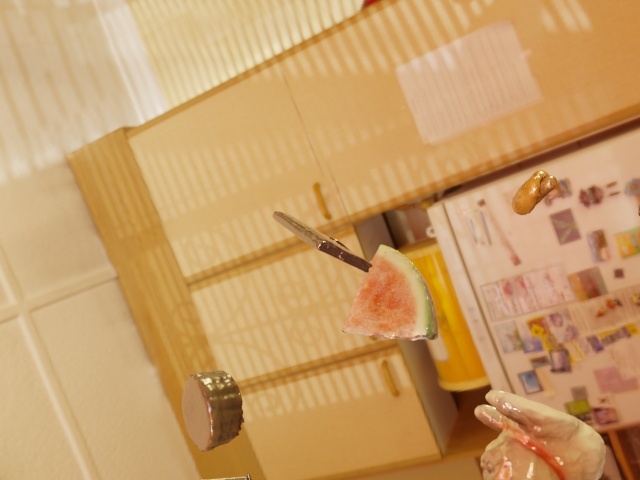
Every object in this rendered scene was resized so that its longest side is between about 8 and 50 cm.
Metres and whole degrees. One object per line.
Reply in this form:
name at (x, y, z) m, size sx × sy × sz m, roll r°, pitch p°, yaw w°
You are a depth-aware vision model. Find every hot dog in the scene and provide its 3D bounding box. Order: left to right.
hot dog at (0.469, -0.107, 1.393) m, size 0.060 × 0.140 × 0.090 m, roll 36°, pitch -127°, yaw 13°

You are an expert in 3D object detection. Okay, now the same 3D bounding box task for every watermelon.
watermelon at (0.186, 0.162, 1.625) m, size 0.193 × 0.231 × 0.310 m, roll 7°, pitch -142°, yaw -49°

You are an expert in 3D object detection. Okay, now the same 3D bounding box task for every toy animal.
toy animal at (0.403, 0.416, 1.177) m, size 0.307 × 0.266 × 0.188 m, roll 95°, pitch -177°, yaw -63°

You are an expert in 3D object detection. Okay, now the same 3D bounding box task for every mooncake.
mooncake at (-0.314, 0.493, 1.859) m, size 0.124 × 0.228 × 0.228 m, roll -5°, pitch -106°, yaw -35°

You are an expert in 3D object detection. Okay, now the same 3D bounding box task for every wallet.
wallet at (0.000, 0.000, 1.545) m, size 0.165 × 0.042 × 0.309 m, roll 26°, pitch -178°, yaw -27°

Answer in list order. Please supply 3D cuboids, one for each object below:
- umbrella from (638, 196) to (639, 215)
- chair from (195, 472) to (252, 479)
umbrella at (0.603, -0.013, 0.837) m, size 0.118 × 0.340 × 0.118 m, roll 15°, pitch -90°, yaw -69°
chair at (-0.160, 0.594, 1.299) m, size 0.272 × 0.166 × 0.188 m, roll 4°, pitch -143°, yaw -24°
